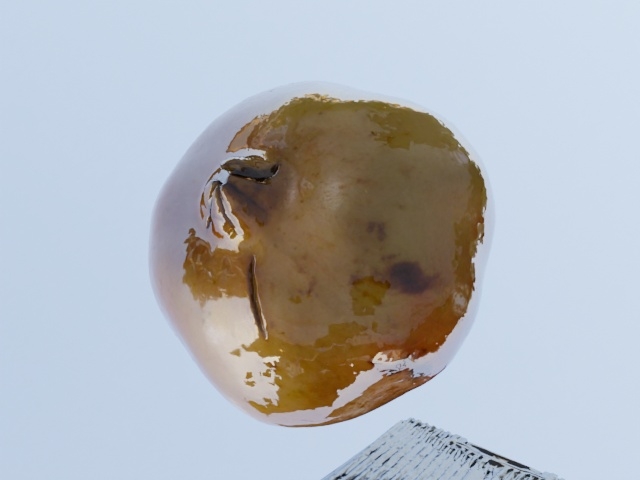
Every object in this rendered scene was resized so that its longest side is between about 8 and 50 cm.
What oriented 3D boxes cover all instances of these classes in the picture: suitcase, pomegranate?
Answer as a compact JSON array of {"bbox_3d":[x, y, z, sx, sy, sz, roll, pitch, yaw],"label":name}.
[{"bbox_3d":[0.099,0.287,1.302,0.230,0.152,0.335,22,-166,17],"label":"suitcase"},{"bbox_3d":[0.001,0.003,0.887,0.209,0.209,0.209,11,-112,-29],"label":"pomegranate"}]
